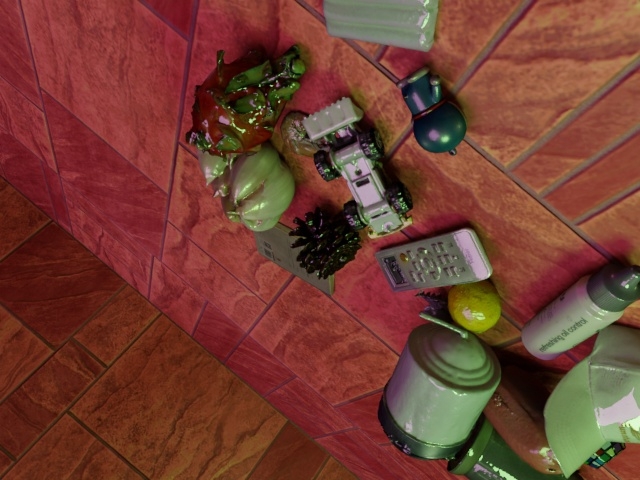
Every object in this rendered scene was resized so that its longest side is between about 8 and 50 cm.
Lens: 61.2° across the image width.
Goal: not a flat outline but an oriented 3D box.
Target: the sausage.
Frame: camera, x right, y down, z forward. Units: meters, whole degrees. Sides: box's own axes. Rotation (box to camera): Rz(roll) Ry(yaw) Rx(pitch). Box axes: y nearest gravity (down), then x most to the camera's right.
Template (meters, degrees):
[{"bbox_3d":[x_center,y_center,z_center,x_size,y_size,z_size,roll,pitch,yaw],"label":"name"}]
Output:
[{"bbox_3d":[0.463,0.392,1.214,0.279,0.152,0.152,53,166,46],"label":"sausage"}]

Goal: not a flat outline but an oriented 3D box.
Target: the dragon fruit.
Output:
[{"bbox_3d":[-0.150,-0.266,1.049,0.198,0.200,0.269,42,151,-26],"label":"dragon fruit"}]

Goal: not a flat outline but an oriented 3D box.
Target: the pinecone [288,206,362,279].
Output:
[{"bbox_3d":[0.000,-0.002,1.286,0.165,0.163,0.163,47,155,26],"label":"pinecone"}]

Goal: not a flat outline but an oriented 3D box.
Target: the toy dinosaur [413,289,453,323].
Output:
[{"bbox_3d":[0.270,0.157,1.261,0.082,0.039,0.209,-23,141,27],"label":"toy dinosaur"}]

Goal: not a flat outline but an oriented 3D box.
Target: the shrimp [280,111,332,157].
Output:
[{"bbox_3d":[-0.012,-0.214,1.137,0.180,0.041,0.099,26,133,26],"label":"shrimp"}]

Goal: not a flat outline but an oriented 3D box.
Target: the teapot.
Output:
[{"bbox_3d":[0.553,0.617,1.467,0.337,0.200,0.270,32,116,11],"label":"teapot"}]

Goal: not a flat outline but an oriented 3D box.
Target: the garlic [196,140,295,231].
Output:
[{"bbox_3d":[-0.160,-0.138,1.240,0.185,0.203,0.281,5,134,22],"label":"garlic"}]

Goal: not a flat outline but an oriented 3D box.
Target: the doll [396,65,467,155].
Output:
[{"bbox_3d":[0.183,-0.204,0.878,0.152,0.085,0.114,58,162,-9],"label":"doll"}]

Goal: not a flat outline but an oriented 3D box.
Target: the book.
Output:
[{"bbox_3d":[-0.082,0.038,1.556,0.283,0.025,0.215,29,149,21],"label":"book"}]

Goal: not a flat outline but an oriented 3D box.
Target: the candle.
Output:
[{"bbox_3d":[0.268,0.316,1.198,0.221,0.221,0.342,30,127,18],"label":"candle"}]

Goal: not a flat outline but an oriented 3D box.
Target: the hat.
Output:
[{"bbox_3d":[0.556,0.325,0.992,0.258,0.301,0.168,55,169,-25],"label":"hat"}]

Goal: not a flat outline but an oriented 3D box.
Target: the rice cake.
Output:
[{"bbox_3d":[0.084,-0.372,0.804,0.198,0.037,0.189,25,146,25],"label":"rice cake"}]

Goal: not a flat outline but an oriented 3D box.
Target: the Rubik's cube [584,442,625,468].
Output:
[{"bbox_3d":[0.611,0.440,1.213,0.133,0.112,0.133,30,150,19],"label":"Rubik's cube"}]

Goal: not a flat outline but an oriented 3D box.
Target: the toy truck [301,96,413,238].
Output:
[{"bbox_3d":[0.079,-0.136,1.050,0.136,0.111,0.285,-22,108,23],"label":"toy truck"}]

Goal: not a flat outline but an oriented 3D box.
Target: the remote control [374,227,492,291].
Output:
[{"bbox_3d":[0.239,0.043,1.171,0.313,0.055,0.109,-19,99,60],"label":"remote control"}]

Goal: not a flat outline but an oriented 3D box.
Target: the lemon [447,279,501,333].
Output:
[{"bbox_3d":[0.323,0.135,1.133,0.109,0.109,0.133,2,107,47],"label":"lemon"}]

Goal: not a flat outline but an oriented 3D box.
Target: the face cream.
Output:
[{"bbox_3d":[0.473,0.124,0.973,0.092,0.092,0.311,34,149,11],"label":"face cream"}]
